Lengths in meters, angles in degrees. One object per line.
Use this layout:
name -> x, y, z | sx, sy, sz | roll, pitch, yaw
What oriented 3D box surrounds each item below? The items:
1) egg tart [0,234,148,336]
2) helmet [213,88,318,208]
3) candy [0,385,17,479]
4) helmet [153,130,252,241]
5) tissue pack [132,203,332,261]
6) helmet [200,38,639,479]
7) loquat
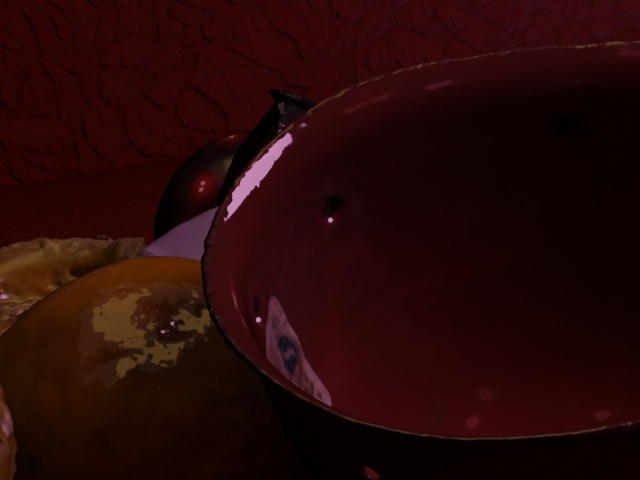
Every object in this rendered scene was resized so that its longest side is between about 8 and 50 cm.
egg tart -> -0.272, 0.077, 1.595 | 0.288, 0.118, 0.288 | -7, 17, 2
helmet -> 0.000, 0.000, 1.549 | 0.177, 0.225, 0.305 | 19, 10, -8
candy -> -0.268, 0.151, 0.903 | 0.260, 0.118, 0.260 | -34, 32, 25
helmet -> -0.067, -0.013, 1.808 | 0.216, 0.193, 0.189 | -37, 2, 21
tissue pack -> 0.013, 0.021, 1.231 | 0.238, 0.239, 0.305 | -5, 12, 25
helmet -> 0.142, 0.065, 0.915 | 0.385, 0.230, 0.337 | -21, 35, -19
loquat -> -0.095, 0.110, 1.011 | 0.208, 0.208, 0.208 | -10, 10, 2
